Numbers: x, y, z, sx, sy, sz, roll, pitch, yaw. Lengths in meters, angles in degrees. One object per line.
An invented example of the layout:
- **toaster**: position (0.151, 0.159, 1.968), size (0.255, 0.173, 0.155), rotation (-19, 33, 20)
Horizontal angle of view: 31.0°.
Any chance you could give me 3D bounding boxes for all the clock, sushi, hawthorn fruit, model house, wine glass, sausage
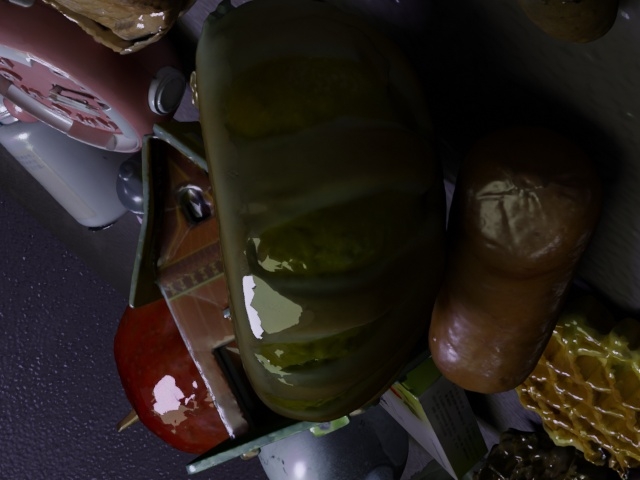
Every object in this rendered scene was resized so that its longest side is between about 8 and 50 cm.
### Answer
- **clock**: position (-0.235, -0.190, 1.148), size (0.241, 0.142, 0.227), rotation (23, 165, 25)
- **sushi**: position (0.248, 0.283, 1.260), size (0.115, 0.147, 0.212), rotation (44, 169, -15)
- **hawthorn fruit**: position (-0.177, 0.187, 1.683), size (0.287, 0.330, 0.287), rotation (49, -165, -18)
- **model house**: position (0.000, 0.000, 1.128), size (0.324, 0.340, 0.300), rotation (64, -153, 1)
- **wine glass**: position (0.056, 0.337, 1.743), size (0.323, 0.238, 0.238), rotation (31, 163, 41)
- **sausage**: position (0.135, 0.012, 0.815), size (0.109, 0.109, 0.270), rotation (36, 156, 19)

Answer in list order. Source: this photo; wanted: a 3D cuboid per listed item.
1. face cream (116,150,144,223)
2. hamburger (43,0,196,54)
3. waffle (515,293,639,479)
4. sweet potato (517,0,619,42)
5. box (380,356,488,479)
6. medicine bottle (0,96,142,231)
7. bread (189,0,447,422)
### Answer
- **face cream**: position (-0.143, -0.035, 1.286), size (0.092, 0.092, 0.311), rotation (34, 178, 23)
- **hamburger**: position (-0.195, -0.249, 0.844), size (0.286, 0.146, 0.243), rotation (28, 168, 24)
- **waffle**: position (0.263, 0.145, 0.989), size (0.309, 0.065, 0.283), rotation (44, 164, 3)
- **sweet potato**: position (0.113, -0.156, 0.508), size (0.069, 0.059, 0.249), rotation (17, 157, 10)
- **box**: position (0.108, 0.174, 1.415), size (0.175, 0.062, 0.260), rotation (42, 169, 34)
- **medicine bottle**: position (-0.332, -0.147, 1.472), size (0.143, 0.143, 0.258), rotation (22, 157, 52)
- **bread**: position (0.003, -0.025, 0.806), size (0.333, 0.160, 0.333), rotation (172, 90, -87)
